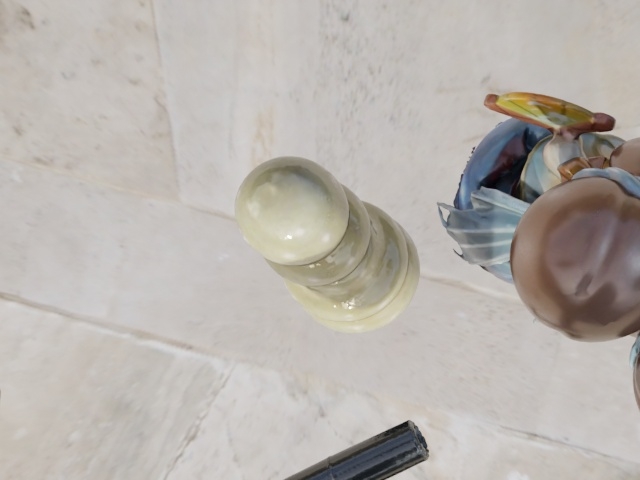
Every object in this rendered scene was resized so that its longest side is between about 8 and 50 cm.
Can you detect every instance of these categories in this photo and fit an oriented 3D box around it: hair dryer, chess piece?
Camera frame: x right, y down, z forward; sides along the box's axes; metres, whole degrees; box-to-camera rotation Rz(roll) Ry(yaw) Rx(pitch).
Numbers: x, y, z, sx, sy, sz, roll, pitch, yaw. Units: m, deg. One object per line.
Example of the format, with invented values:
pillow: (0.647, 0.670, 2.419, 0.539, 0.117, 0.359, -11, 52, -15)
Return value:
hair dryer: (0.056, 0.299, 1.255, 0.173, 0.050, 0.195, -29, 76, 13)
chess piece: (0.000, 0.000, 1.443, 0.167, 0.300, 0.167, -5, 73, 18)

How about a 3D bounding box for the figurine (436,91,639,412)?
figurine: (0.254, 0.000, 1.115, 0.277, 0.388, 0.248, 40, 84, -19)
